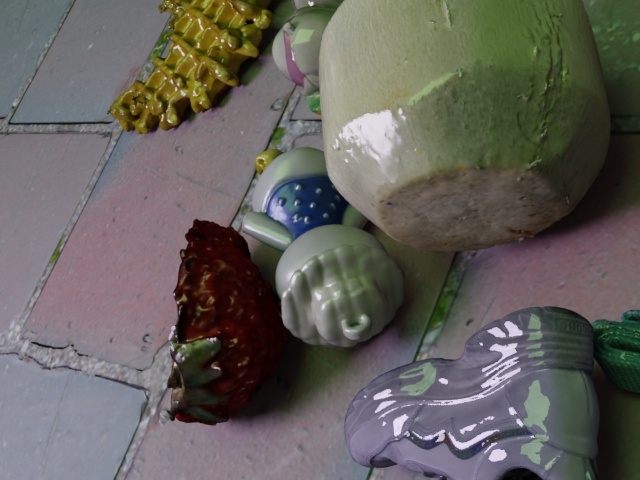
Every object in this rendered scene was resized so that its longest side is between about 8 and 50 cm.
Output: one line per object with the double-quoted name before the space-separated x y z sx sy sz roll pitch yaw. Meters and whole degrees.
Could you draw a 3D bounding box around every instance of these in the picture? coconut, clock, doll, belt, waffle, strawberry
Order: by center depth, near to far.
"belt" 0.270 0.100 0.795 0.179 0.065 0.100 5 57 48
"coconut" 0.124 -0.129 0.965 0.245 0.245 0.247 -21 57 32
"doll" 0.000 0.000 1.086 0.138 0.119 0.293 -8 37 -13
"strawberry" -0.086 0.071 1.111 0.111 0.190 0.236 2 39 -1
"clock" 0.015 -0.232 1.213 0.103 0.144 0.231 -18 52 36
"waffle" -0.163 -0.282 1.478 0.260 0.069 0.292 -13 55 40

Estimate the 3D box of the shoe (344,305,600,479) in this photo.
"shoe" 0.116 0.154 0.862 0.245 0.095 0.137 -33 48 39
